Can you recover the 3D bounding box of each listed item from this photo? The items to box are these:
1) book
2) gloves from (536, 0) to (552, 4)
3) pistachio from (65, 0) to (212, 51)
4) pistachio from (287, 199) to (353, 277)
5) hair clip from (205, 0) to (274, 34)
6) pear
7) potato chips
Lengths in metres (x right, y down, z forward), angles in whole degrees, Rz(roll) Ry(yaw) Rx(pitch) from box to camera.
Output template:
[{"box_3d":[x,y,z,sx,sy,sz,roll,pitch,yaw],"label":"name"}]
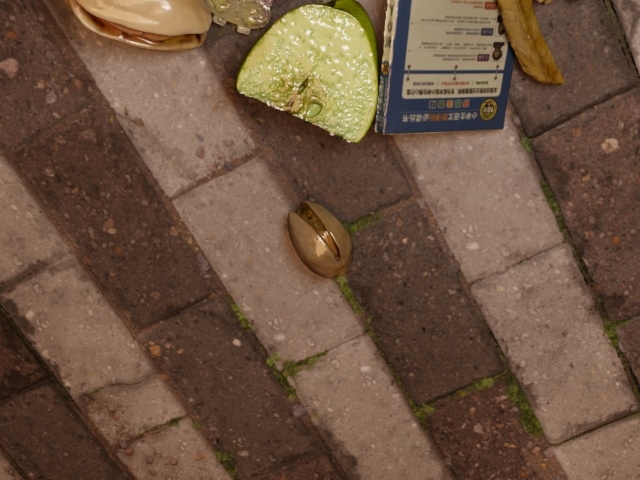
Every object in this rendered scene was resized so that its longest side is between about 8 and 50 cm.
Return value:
[{"box_3d":[0.257,-0.414,1.327,0.300,0.039,0.428,-6,113,-26],"label":"book"},{"box_3d":[0.492,-0.517,1.314,0.164,0.124,0.203,45,99,5],"label":"gloves"},{"box_3d":[-0.356,-0.468,1.326,0.318,0.214,0.193,25,154,-17],"label":"pistachio"},{"box_3d":[0.000,0.000,1.530,0.124,0.124,0.185,-32,91,13],"label":"pistachio"},{"box_3d":[-0.167,-0.488,1.376,0.187,0.056,0.146,22,117,-9],"label":"hair clip"},{"box_3d":[-0.006,-0.349,1.370,0.292,0.159,0.292,-1,111,-2],"label":"pear"},{"box_3d":[0.372,-0.452,1.314,0.080,0.057,0.407,-42,124,-23],"label":"potato chips"}]
